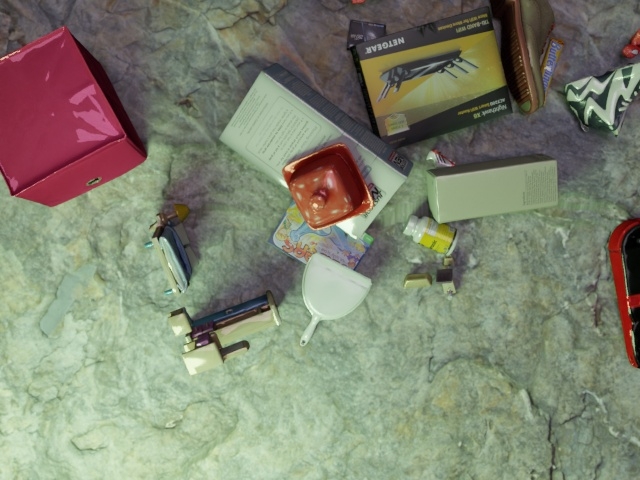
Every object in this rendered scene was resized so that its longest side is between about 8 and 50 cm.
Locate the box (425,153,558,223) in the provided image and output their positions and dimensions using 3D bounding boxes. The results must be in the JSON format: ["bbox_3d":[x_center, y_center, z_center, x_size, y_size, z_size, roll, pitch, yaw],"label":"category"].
[{"bbox_3d":[0.380,-0.118,1.687,0.275,0.094,0.113,-7,107,-3],"label":"box"}]

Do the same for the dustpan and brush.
[{"bbox_3d":[0.004,0.145,1.673,0.147,0.060,0.211,27,95,0],"label":"dustpan and brush"}]

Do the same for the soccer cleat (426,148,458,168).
[{"bbox_3d":[0.280,-0.175,1.730,0.083,0.029,0.035,37,98,0],"label":"soccer cleat"}]

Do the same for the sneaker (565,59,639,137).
[{"bbox_3d":[0.683,-0.314,1.703,0.235,0.094,0.152,-15,101,19],"label":"sneaker"}]

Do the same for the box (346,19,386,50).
[{"bbox_3d":[0.105,-0.464,1.733,0.083,0.018,0.067,8,87,-3],"label":"box"}]

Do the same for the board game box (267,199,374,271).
[{"bbox_3d":[0.000,0.000,1.702,0.201,0.035,0.136,31,87,-2],"label":"board game box"}]

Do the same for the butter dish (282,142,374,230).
[{"bbox_3d":[0.005,-0.094,1.545,0.160,0.118,0.160,-21,105,22],"label":"butter dish"}]

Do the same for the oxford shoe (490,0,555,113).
[{"bbox_3d":[0.477,-0.461,1.705,0.130,0.123,0.347,-9,90,-9],"label":"oxford shoe"}]

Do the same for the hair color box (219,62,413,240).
[{"bbox_3d":[-0.007,-0.192,1.637,0.375,0.113,0.185,37,115,-1],"label":"hair color box"}]

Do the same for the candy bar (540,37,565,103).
[{"bbox_3d":[0.525,-0.393,1.755,0.040,0.018,0.161,20,88,-3],"label":"candy bar"}]

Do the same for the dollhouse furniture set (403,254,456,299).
[{"bbox_3d":[0.252,0.094,1.728,0.115,0.091,0.081,-6,131,18],"label":"dollhouse furniture set"}]

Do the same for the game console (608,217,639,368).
[{"bbox_3d":[0.871,0.097,1.746,0.387,0.060,0.341,-10,94,-3],"label":"game console"}]

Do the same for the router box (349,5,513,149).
[{"bbox_3d":[0.246,-0.355,1.682,0.309,0.081,0.242,-18,102,-4],"label":"router box"}]

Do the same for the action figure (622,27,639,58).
[{"bbox_3d":[0.827,-0.473,1.737,0.280,0.091,0.139,-31,81,-4],"label":"action figure"}]

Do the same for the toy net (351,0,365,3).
[{"bbox_3d":[0.032,-0.587,1.723,0.233,0.045,0.122,-9,90,-2],"label":"toy net"}]

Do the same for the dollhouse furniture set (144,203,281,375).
[{"bbox_3d":[-0.226,0.067,1.562,0.198,0.286,0.303,-21,101,-4],"label":"dollhouse furniture set"}]

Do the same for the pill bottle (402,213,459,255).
[{"bbox_3d":[0.247,-0.016,1.703,0.116,0.065,0.065,23,87,-2],"label":"pill bottle"}]

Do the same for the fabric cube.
[{"bbox_3d":[-0.541,-0.241,1.570,0.254,0.258,0.259,-28,90,-5],"label":"fabric cube"}]
